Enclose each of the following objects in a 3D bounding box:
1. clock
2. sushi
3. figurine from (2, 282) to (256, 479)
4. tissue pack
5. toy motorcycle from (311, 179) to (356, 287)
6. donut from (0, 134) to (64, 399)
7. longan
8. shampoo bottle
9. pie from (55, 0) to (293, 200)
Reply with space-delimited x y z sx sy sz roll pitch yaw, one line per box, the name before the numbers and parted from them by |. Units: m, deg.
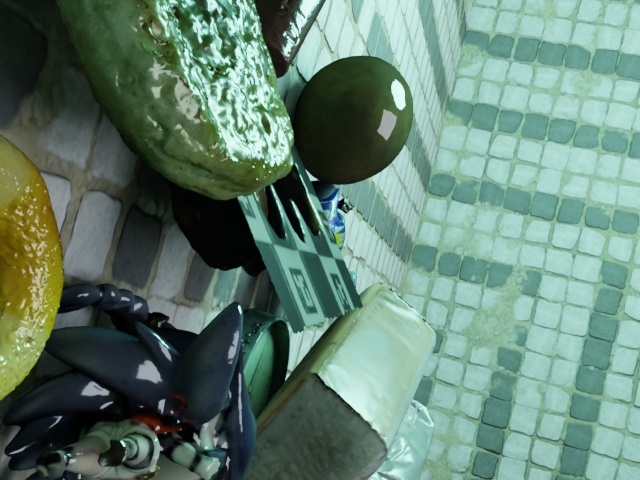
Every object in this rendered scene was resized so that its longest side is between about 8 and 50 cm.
clock | -0.100 0.207 1.083 0.226 0.048 0.226 14 90 -75
sushi | -0.084 -0.037 0.809 0.296 0.099 0.373 67 10 6
figurine | -0.141 0.139 0.634 0.265 0.175 0.197 96 9 -55
tissue pack | 0.057 0.239 1.071 0.305 0.238 0.239 -45 145 -63
toy motorcycle | 0.000 0.000 1.171 0.315 0.113 0.169 4 89 -85
donut | -0.210 0.019 0.440 0.174 0.074 0.190 -48 148 -62
longan | 0.037 -0.162 1.087 0.185 0.159 0.204 -60 -163 -21
shampoo bottle | -0.026 -0.287 0.889 0.068 0.067 0.236 67 37 -56
pie | -0.089 -0.155 0.560 0.277 0.078 0.277 50 31 -46
